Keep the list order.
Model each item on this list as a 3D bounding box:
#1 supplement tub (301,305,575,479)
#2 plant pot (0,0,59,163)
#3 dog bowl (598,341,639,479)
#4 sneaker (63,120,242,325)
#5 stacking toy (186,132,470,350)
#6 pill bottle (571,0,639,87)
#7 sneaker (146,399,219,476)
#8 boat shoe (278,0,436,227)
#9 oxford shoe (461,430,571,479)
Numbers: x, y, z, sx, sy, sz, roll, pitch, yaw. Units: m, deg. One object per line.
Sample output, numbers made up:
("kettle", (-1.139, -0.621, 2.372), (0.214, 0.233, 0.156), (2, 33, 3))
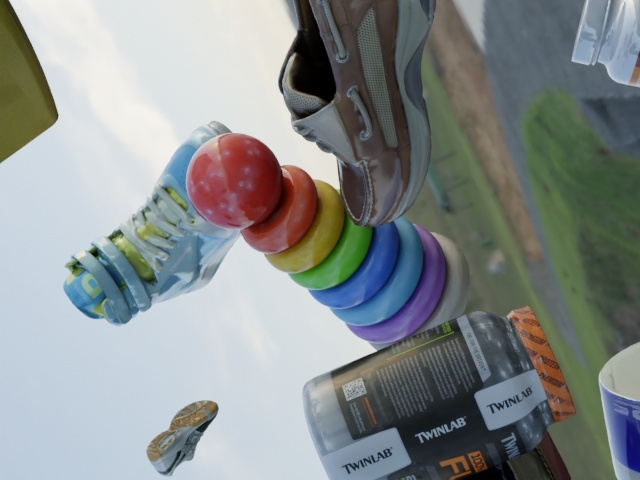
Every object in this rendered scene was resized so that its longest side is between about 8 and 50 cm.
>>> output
("supplement tub", (0.091, 0.128, 0.957), (0.117, 0.190, 0.117), (-23, -90, -85))
("plant pot", (-0.370, -0.165, 1.168), (0.212, 0.212, 0.187), (50, 174, 49))
("dog bowl", (0.408, 0.159, 1.203), (0.265, 0.265, 0.104), (-78, -26, -79))
("sneaker", (-0.203, -0.001, 1.501), (0.127, 0.208, 0.319), (48, 144, 18))
("stacking toy", (0.000, 0.000, 1.215), (0.330, 0.141, 0.141), (30, -152, -40))
("pill bottle", (0.414, -0.234, 1.468), (0.121, 0.216, 0.121), (13, -90, -82))
("sneaker", (-0.123, 0.181, 1.136), (0.032, 0.083, 0.037), (18, 138, 44))
("boat shoe", (0.020, -0.133, 1.037), (0.324, 0.116, 0.123), (86, 159, -45))
("oxford shoe", (0.177, 0.275, 0.997), (0.130, 0.123, 0.348), (14, -146, -52))
